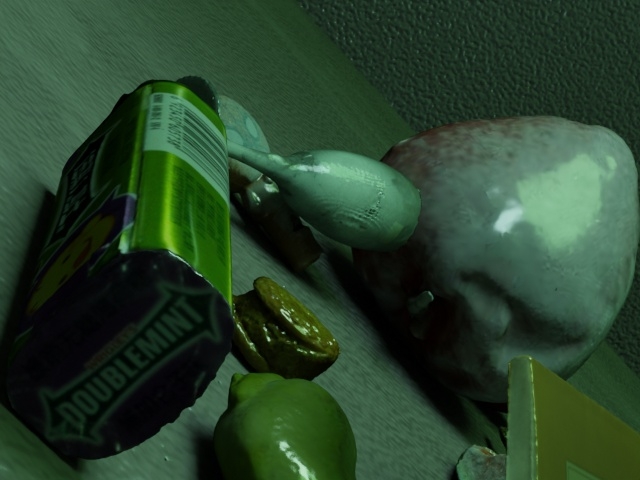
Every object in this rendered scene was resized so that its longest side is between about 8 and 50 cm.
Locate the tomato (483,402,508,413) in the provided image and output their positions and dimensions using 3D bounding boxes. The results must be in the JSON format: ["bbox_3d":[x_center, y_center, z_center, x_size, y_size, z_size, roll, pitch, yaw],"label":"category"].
[{"bbox_3d":[0.224,0.155,1.920,0.159,0.091,0.139,63,-4,12],"label":"tomato"}]

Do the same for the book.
[{"bbox_3d":[0.248,0.278,1.395,0.389,0.032,0.268,35,53,-54],"label":"book"}]

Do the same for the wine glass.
[{"bbox_3d":[0.000,0.000,1.469,0.309,0.096,0.264,22,37,-45],"label":"wine glass"}]

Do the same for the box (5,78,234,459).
[{"bbox_3d":[-0.117,0.003,0.993,0.097,0.134,0.345,42,12,-17],"label":"box"}]

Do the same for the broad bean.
[{"bbox_3d":[-0.015,0.153,1.019,0.124,0.082,0.174,46,10,-28],"label":"broad bean"}]

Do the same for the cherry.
[{"bbox_3d":[0.208,0.018,1.751,0.291,0.335,0.326,112,-34,-61],"label":"cherry"}]

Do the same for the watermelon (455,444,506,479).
[{"bbox_3d":[0.208,0.241,1.503,0.098,0.158,0.121,37,44,-58],"label":"watermelon"}]

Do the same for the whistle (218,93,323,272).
[{"bbox_3d":[-0.074,-0.064,1.594,0.220,0.057,0.107,54,26,0],"label":"whistle"}]

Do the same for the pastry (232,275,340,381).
[{"bbox_3d":[-0.033,0.075,1.275,0.109,0.057,0.097,44,11,-31],"label":"pastry"}]

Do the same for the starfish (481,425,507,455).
[{"bbox_3d":[0.252,0.289,1.721,0.240,0.043,0.227,39,12,-30],"label":"starfish"}]
